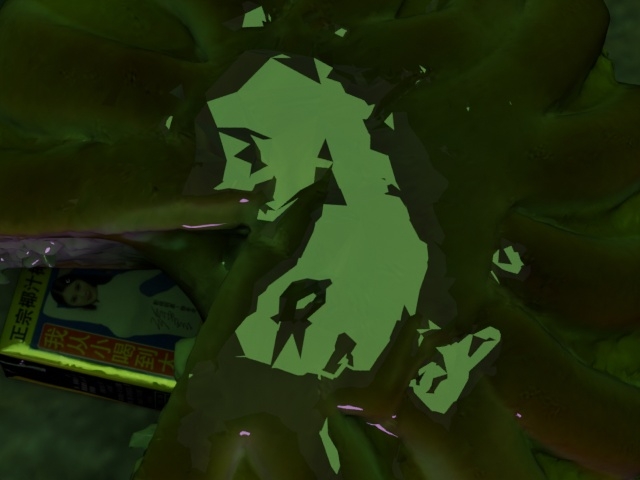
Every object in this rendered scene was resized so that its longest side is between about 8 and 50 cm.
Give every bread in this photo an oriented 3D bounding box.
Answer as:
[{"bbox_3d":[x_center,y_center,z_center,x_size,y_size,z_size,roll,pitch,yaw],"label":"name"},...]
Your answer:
[{"bbox_3d":[0.000,0.000,0.516,0.332,0.160,0.333,0,79,0],"label":"bread"}]

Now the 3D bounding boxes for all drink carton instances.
[{"bbox_3d":[-0.061,0.045,0.622,0.165,0.056,0.071,13,68,-1],"label":"drink carton"}]

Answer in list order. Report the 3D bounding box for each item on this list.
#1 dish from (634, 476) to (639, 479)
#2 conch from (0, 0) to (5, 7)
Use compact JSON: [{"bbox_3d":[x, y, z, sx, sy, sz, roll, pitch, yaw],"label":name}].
[{"bbox_3d":[0.177,0.086,0.617,0.151,0.077,0.212,-32,79,-10],"label":"dish"},{"bbox_3d":[-0.136,-0.210,0.633,0.220,0.195,0.277,15,107,6],"label":"conch"}]
